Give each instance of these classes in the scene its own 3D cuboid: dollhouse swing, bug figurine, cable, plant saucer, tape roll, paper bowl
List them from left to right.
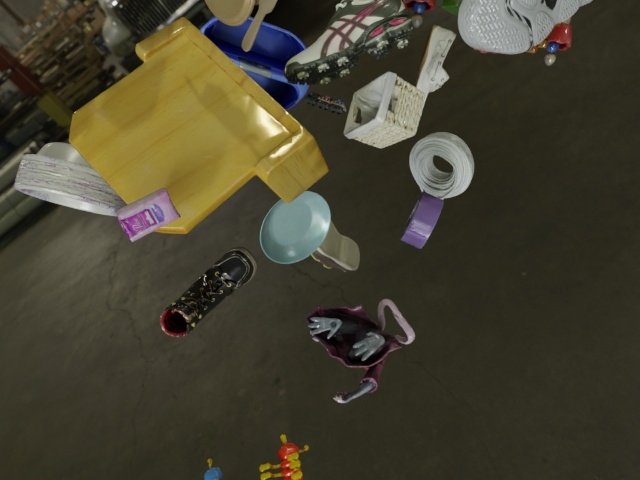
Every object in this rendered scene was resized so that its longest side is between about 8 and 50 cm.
[{"bbox_3d":[-0.669,-0.171,1.424,0.284,0.284,0.148,3,79,47],"label":"paper bowl"},{"bbox_3d":[-0.222,-0.176,0.993,0.305,0.347,0.315,-46,-11,0],"label":"dollhouse swing"},{"bbox_3d":[-0.126,0.500,0.970,0.278,0.072,0.216,-26,55,23],"label":"bug figurine"},{"bbox_3d":[-0.066,-0.036,1.254,0.195,0.195,0.037,-44,43,-4],"label":"plant saucer"},{"bbox_3d":[0.352,-0.071,1.806,0.189,0.080,0.189,25,-90,-85],"label":"tape roll"},{"bbox_3d":[0.463,-0.286,1.975,0.089,0.257,0.257,-40,13,-38],"label":"cable"}]

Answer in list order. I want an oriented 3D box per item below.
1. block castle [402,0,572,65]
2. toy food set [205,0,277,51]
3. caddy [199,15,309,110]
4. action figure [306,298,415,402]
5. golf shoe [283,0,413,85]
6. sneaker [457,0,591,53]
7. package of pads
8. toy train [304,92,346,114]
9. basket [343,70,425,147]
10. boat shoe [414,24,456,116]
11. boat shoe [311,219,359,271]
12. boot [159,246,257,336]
[{"bbox_3d":[0.465,-0.617,1.382,0.302,0.453,0.213,17,100,44],"label":"block castle"},{"bbox_3d":[-0.134,-0.395,0.786,0.038,0.192,0.132,-33,-7,-40],"label":"toy food set"},{"bbox_3d":[-0.194,-0.500,1.467,0.179,0.341,0.241,-114,41,-57],"label":"caddy"},{"bbox_3d":[0.108,0.266,1.385,0.275,0.370,0.248,-32,61,5],"label":"action figure"},{"bbox_3d":[0.043,-0.397,1.022,0.272,0.120,0.105,-24,-4,1],"label":"golf shoe"},{"bbox_3d":[0.304,-0.418,0.879,0.365,0.138,0.210,-35,37,-26],"label":"sneaker"},{"bbox_3d":[-0.257,-0.039,0.771,0.083,0.050,0.032,-29,30,-15],"label":"package of pads"},{"bbox_3d":[0.016,-0.373,1.401,0.036,0.027,0.158,-49,48,-11],"label":"toy train"},{"bbox_3d":[0.139,-0.279,1.138,0.167,0.103,0.114,-3,71,66],"label":"basket"},{"bbox_3d":[0.345,-0.504,1.576,0.098,0.096,0.277,-73,-2,-76],"label":"boat shoe"},{"bbox_3d":[0.000,0.000,1.452,0.096,0.324,0.117,-5,64,31],"label":"boat shoe"},{"bbox_3d":[-0.402,0.187,1.846,0.377,0.138,0.284,-31,12,43],"label":"boot"}]
